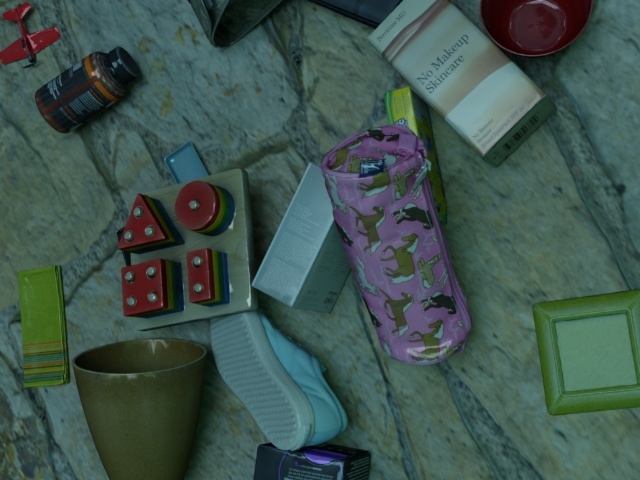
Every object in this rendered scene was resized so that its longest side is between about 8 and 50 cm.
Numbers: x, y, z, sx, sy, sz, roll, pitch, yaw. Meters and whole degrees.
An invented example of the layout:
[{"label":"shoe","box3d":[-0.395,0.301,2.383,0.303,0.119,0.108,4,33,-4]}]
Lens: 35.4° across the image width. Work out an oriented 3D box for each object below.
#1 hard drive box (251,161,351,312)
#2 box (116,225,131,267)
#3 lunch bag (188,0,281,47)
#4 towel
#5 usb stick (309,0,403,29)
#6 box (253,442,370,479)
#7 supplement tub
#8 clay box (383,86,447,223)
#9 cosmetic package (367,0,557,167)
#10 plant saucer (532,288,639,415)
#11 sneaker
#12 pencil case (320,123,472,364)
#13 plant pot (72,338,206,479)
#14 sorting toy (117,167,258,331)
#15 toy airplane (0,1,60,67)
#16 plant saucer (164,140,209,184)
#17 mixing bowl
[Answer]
[{"label":"hard drive box","box3d":[0.000,0.000,1.730,0.089,0.181,0.232,27,93,22]},{"label":"box","box3d":[-0.265,0.020,1.880,0.220,0.051,0.175,-25,76,23]},{"label":"lunch bag","box3d":[-0.175,-0.523,1.841,0.287,0.169,0.235,-40,71,45]},{"label":"towel","box3d":[-0.556,0.172,1.997,0.102,0.021,0.237,-9,81,18]},{"label":"usb stick","box3d":[0.038,-0.452,1.819,0.278,0.045,0.077,29,92,29]},{"label":"box","box3d":[-0.024,0.486,1.703,0.165,0.143,0.271,6,87,22]},{"label":"supplement tub","box3d":[-0.454,-0.300,1.967,0.197,0.106,0.106,-29,75,15]},{"label":"clay box","box3d":[0.165,-0.138,1.713,0.053,0.127,0.222,-12,80,19]},{"label":"cosmetic package","box3d":[0.239,-0.282,1.700,0.153,0.129,0.296,-46,71,12]},{"label":"plant saucer","box3d":[0.446,0.181,1.619,0.188,0.045,0.188,-10,81,19]},{"label":"sneaker","box3d":[-0.076,0.224,1.776,0.135,0.150,0.366,-57,47,29]},{"label":"pencil case","box3d":[0.128,0.014,1.604,0.160,0.167,0.386,-27,118,-16]},{"label":"plant pot","box3d":[-0.315,0.327,1.804,0.237,0.237,0.254,1,100,20]},{"label":"sorting toy","box3d":[-0.250,0.014,1.780,0.257,0.089,0.256,-12,74,27]},{"label":"toy airplane","box3d":[-0.614,-0.429,2.080,0.151,0.028,0.151,-2,83,18]},{"label":"plant saucer","box3d":[-0.230,-0.094,1.910,0.067,0.018,0.192,-33,75,14]},{"label":"mixing bowl","box3d":[0.362,-0.377,1.677,0.181,0.098,0.182,-3,78,14]}]
